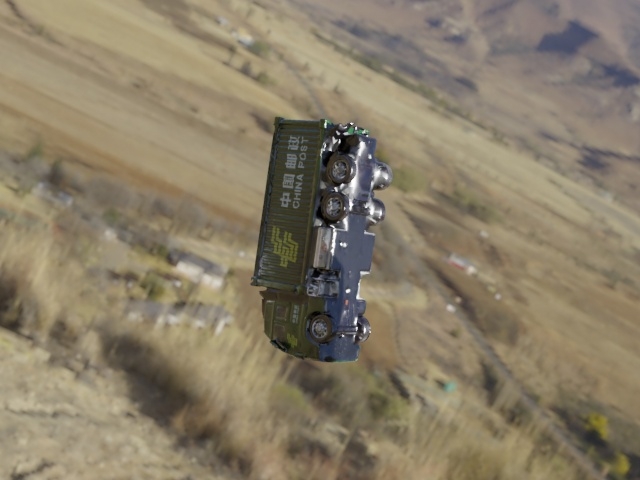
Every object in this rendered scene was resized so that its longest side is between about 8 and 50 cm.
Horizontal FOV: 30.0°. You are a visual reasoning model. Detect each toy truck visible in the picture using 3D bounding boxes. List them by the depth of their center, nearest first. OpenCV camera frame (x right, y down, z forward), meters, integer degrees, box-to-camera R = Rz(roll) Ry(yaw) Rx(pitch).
[{"bbox_3d":[0.000,0.000,1.304,0.121,0.259,0.088,8,0,41],"label":"toy truck"}]
